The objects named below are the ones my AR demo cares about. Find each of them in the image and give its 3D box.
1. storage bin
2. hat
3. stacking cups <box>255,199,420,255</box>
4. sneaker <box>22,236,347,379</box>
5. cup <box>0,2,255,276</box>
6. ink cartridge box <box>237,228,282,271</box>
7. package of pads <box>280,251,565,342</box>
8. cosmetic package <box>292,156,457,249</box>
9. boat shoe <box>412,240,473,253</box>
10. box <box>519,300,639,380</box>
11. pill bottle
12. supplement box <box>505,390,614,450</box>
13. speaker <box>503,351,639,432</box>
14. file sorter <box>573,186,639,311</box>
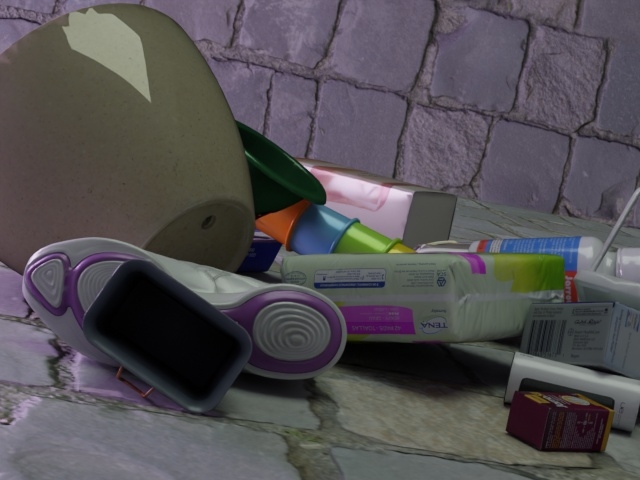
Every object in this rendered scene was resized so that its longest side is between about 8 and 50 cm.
[{"bbox_3d":[-0.134,0.088,1.237,0.135,0.098,0.091,35,-4,-1],"label":"storage bin"},{"bbox_3d":[-0.120,-0.037,1.792,0.173,0.183,0.208,45,14,31],"label":"hat"},{"bbox_3d":[0.000,0.000,1.848,0.316,0.096,0.096,26,11,15],"label":"stacking cups"},{"bbox_3d":[-0.134,0.077,1.363,0.305,0.114,0.152,14,-7,-8],"label":"sneaker"},{"bbox_3d":[-0.205,-0.052,1.524,0.331,0.331,0.237,2,37,-51],"label":"cup"},{"bbox_3d":[-0.192,-0.008,1.989,0.333,0.065,0.165,15,8,38],"label":"ink cartridge box"},{"bbox_3d":[0.113,0.064,1.591,0.229,0.101,0.296,-2,-2,33],"label":"package of pads"},{"bbox_3d":[0.068,-0.054,2.470,0.296,0.129,0.153,17,8,34],"label":"cosmetic package"},{"bbox_3d":[0.265,0.055,2.022,0.305,0.109,0.091,8,12,1],"label":"boat shoe"},{"bbox_3d":[0.308,0.118,1.531,0.137,0.072,0.126,23,-16,-34],"label":"box"},{"bbox_3d":[0.305,0.056,1.828,0.222,0.124,0.124,-3,3,18],"label":"pill bottle"},{"bbox_3d":[0.225,0.170,1.340,0.083,0.043,0.055,6,11,-33],"label":"supplement box"},{"bbox_3d":[0.260,0.155,1.460,0.136,0.055,0.055,13,8,10],"label":"speaker"},{"bbox_3d":[0.463,0.075,1.606,0.278,0.173,0.193,17,-31,34],"label":"file sorter"}]
